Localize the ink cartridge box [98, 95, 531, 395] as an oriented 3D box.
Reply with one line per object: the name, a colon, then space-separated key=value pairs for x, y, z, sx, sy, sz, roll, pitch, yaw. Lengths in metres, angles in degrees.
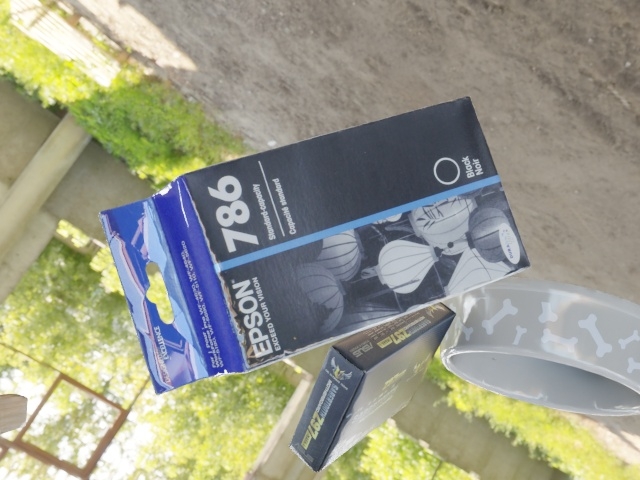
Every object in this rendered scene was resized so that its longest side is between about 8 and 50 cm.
ink cartridge box: x=0.000 y=0.000 z=0.539 sx=0.065 sy=0.333 sz=0.165 roll=154 pitch=97 yaw=-76

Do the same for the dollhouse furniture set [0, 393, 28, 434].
dollhouse furniture set: x=-0.557 y=0.118 z=0.887 sx=0.198 sy=0.303 sz=0.286 roll=3 pitch=179 yaw=15

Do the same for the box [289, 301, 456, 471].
box: x=0.075 y=0.185 z=0.869 sx=0.059 sy=0.183 sz=0.233 roll=36 pitch=-148 yaw=27

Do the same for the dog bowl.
dog bowl: x=0.341 y=0.171 z=0.972 sx=0.349 sy=0.102 sz=0.349 roll=16 pitch=160 yaw=6
